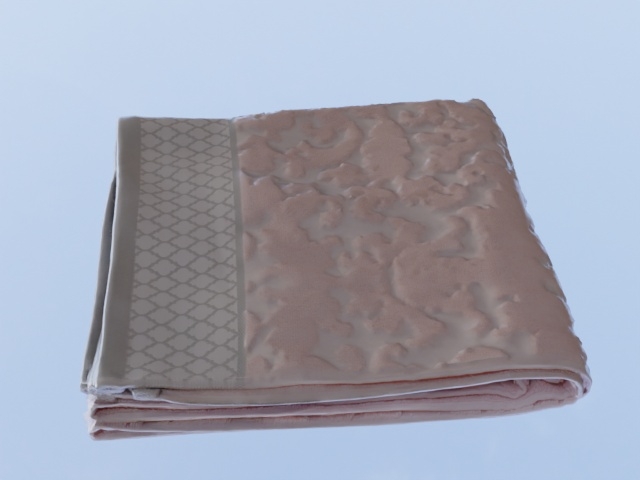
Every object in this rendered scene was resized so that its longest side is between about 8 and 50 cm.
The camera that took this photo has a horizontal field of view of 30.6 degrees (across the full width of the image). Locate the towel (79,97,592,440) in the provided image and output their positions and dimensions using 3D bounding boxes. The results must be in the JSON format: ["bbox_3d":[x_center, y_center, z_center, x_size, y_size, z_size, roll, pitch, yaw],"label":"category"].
[{"bbox_3d":[0.000,0.000,0.835,0.317,0.053,0.331,-3,-142,-3],"label":"towel"}]
